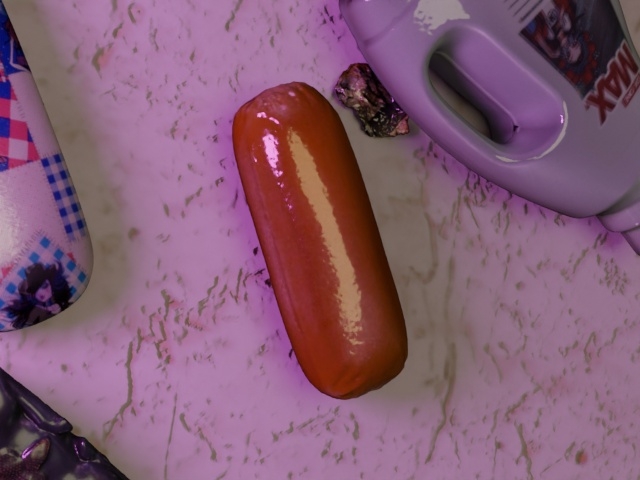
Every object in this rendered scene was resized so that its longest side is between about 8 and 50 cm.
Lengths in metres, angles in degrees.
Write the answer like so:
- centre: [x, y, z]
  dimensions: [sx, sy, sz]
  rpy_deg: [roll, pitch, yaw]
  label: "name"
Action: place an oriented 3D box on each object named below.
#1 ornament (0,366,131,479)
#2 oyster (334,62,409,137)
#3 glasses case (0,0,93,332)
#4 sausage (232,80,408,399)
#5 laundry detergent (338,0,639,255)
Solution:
- centre: [-0.262, 0.231, 1.257]
  dimensions: [0.202, 0.080, 0.236]
  rpy_deg: [44, 65, -24]
  label: "ornament"
- centre: [0.052, -0.126, 1.520]
  dimensions: [0.083, 0.019, 0.054]
  rpy_deg: [46, 64, -19]
  label: "oyster"
- centre: [-0.275, -0.089, 1.286]
  dimensions: [0.125, 0.076, 0.328]
  rpy_deg: [-24, 98, -32]
  label: "glasses case"
- centre: [-0.001, 0.000, 1.429]
  dimensions: [0.105, 0.105, 0.274]
  rpy_deg: [-20, 95, -31]
  label: "sausage"
- centre: [0.207, -0.140, 1.560]
  dimensions: [0.264, 0.124, 0.398]
  rpy_deg: [-47, 110, -27]
  label: "laundry detergent"
